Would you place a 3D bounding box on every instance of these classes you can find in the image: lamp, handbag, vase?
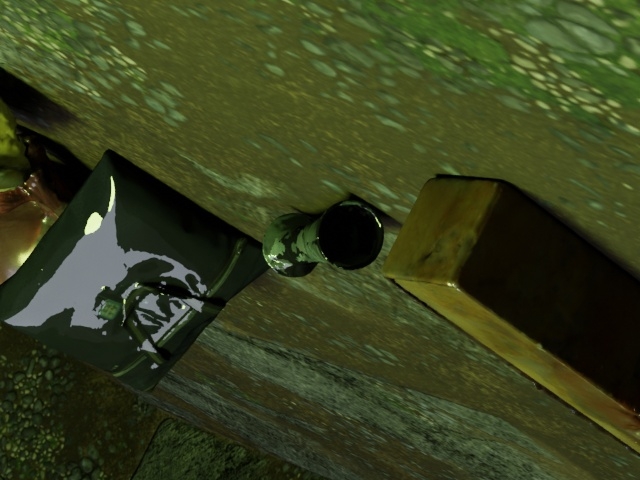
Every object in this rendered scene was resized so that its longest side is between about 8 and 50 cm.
[{"bbox_3d":[-0.295,-0.020,2.027,0.215,0.151,0.223,27,127,-27],"label":"lamp"},{"bbox_3d":[-0.193,0.041,1.926,0.211,0.089,0.254,31,125,-18],"label":"handbag"},{"bbox_3d":[0.000,0.000,1.592,0.059,0.059,0.167,31,168,-14],"label":"vase"}]

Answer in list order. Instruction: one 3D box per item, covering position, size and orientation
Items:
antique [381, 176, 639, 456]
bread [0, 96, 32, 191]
[{"bbox_3d":[0.191,0.067,1.380,0.310,0.087,0.093,35,165,-29],"label":"antique"},{"bbox_3d":[-0.406,-0.120,1.777,0.262,0.163,0.204,8,174,-19],"label":"bread"}]
